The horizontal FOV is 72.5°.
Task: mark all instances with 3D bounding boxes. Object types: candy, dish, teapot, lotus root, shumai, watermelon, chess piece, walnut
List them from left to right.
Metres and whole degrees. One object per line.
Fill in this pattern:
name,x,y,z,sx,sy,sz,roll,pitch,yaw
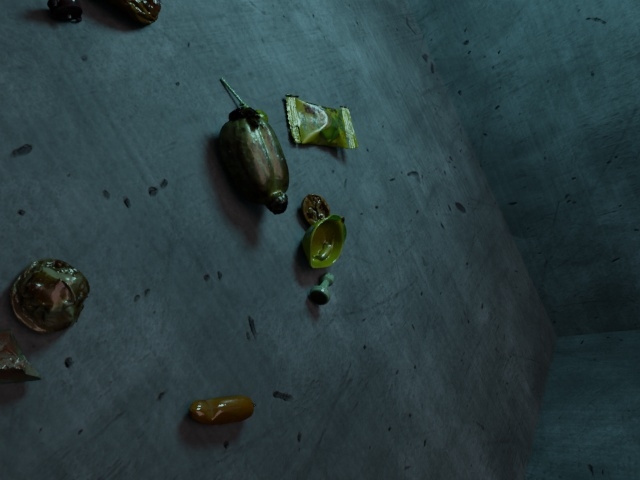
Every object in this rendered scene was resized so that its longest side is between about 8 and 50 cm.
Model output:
watermelon,-0.571,0.200,0.740,0.155,0.080,0.101,-5,70,-32
shumai,-0.494,0.101,0.815,0.145,0.116,0.146,21,60,-42
teapot,-0.578,-0.524,0.997,0.100,0.067,0.045,-47,119,-81
candy,-0.236,-0.422,1.340,0.194,0.062,0.058,47,44,-11
lotus root,-0.180,-0.216,1.241,0.173,0.173,0.309,-20,90,-48
walnut,-0.023,-0.099,1.436,0.091,0.052,0.121,-35,110,-20
dish,0.000,0.000,1.391,0.208,0.080,0.149,-55,131,-28
candy,0.007,-0.421,1.572,0.297,0.081,0.187,-2,77,-36
chess piece,0.010,0.147,1.379,0.067,0.067,0.103,53,36,-19

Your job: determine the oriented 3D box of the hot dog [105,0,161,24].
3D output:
hot dog,-0.504,-0.646,1.097,0.227,0.099,0.161,26,59,-42

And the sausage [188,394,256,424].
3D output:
sausage,-0.231,0.403,1.033,0.183,0.054,0.062,10,37,-43
